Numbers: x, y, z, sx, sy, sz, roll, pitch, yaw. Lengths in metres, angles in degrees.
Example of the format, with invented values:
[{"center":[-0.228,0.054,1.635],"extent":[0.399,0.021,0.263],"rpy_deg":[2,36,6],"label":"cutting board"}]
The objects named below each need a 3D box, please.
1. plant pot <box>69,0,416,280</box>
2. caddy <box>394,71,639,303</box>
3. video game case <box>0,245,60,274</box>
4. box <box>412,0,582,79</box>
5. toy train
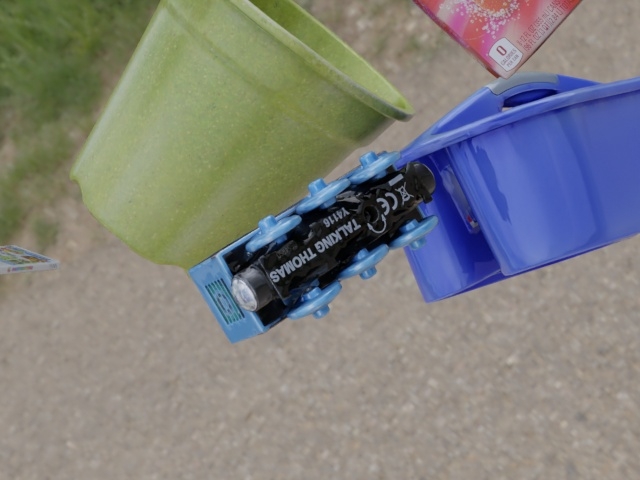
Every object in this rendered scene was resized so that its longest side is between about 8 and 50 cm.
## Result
[{"center":[-0.096,-0.108,1.296],"extent":[0.254,0.276,0.276],"rpy_deg":[-51,36,12],"label":"plant pot"},{"center":[0.208,-0.070,1.249],"extent":[0.241,0.341,0.179],"rpy_deg":[-26,82,52],"label":"caddy"},{"center":[-0.373,0.023,1.563],"extent":[0.087,0.122,0.011],"rpy_deg":[16,103,38],"label":"video game case"},{"center":[0.168,-0.245,0.939],"extent":[0.257,0.128,0.122],"rpy_deg":[-47,0,11],"label":"box"},{"center":[0.000,0.000,0.955],"extent":[0.184,0.080,0.105],"rpy_deg":[-34,7,-32],"label":"toy train"}]
